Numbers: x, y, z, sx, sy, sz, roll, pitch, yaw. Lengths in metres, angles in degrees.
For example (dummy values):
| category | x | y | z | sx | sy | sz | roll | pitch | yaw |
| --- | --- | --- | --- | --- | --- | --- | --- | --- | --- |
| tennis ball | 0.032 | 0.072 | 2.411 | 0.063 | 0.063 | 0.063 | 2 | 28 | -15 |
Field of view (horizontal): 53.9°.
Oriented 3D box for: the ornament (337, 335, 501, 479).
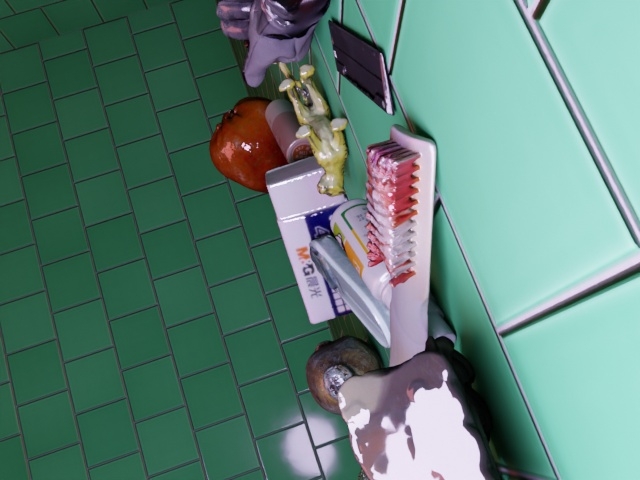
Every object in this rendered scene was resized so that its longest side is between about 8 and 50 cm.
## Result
| category | x | y | z | sx | sy | sz | roll | pitch | yaw |
| --- | --- | --- | --- | --- | --- | --- | --- | --- | --- |
| ornament | 0.136 | 0.208 | 0.564 | 0.260 | 0.106 | 0.251 | 9 | -119 | -64 |

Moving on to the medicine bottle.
| category | x | y | z | sx | sy | sz | roll | pitch | yaw |
| --- | --- | --- | --- | --- | --- | --- | --- | --- | --- |
| medicine bottle | 0.085 | 0.048 | 0.729 | 0.220 | 0.061 | 0.092 | 58 | 179 | 42 |

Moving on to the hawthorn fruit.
| category | x | y | z | sx | sy | sz | roll | pitch | yaw |
| --- | --- | --- | --- | --- | --- | --- | --- | --- | --- |
| hawthorn fruit | -0.141 | -0.215 | 1.539 | 0.261 | 0.224 | 0.224 | 51 | -176 | -22 |

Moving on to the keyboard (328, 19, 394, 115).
| category | x | y | z | sx | sy | sz | roll | pitch | yaw |
| --- | --- | --- | --- | --- | --- | --- | --- | --- | --- |
| keyboard | 0.039 | -0.185 | 0.658 | 0.198 | 0.010 | 0.063 | -117 | 11 | -60 |

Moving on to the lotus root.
| category | x | y | z | sx | sy | sz | roll | pitch | yaw |
| --- | --- | --- | --- | --- | --- | --- | --- | --- | --- |
| lotus root | 0.055 | 0.296 | 1.369 | 0.349 | 0.175 | 0.175 | 136 | 115 | -85 |

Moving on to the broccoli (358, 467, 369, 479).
| category | x | y | z | sx | sy | sz | roll | pitch | yaw |
| --- | --- | --- | --- | --- | --- | --- | --- | --- | --- |
| broccoli | 0.156 | 0.551 | 1.342 | 0.156 | 0.195 | 0.195 | 8 | -122 | -56 |

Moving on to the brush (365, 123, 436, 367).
| category | x | y | z | sx | sy | sz | roll | pitch | yaw |
| --- | --- | --- | --- | --- | --- | --- | --- | --- | --- |
| brush | 0.075 | 0.050 | 0.601 | 0.060 | 0.050 | 0.321 | 39 | 143 | 46 |

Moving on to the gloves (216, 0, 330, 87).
| category | x | y | z | sx | sy | sz | roll | pitch | yaw |
| --- | --- | --- | --- | --- | --- | --- | --- | --- | --- |
| gloves | -0.056 | -0.266 | 0.757 | 0.285 | 0.119 | 0.142 | 19 | 96 | 66 |

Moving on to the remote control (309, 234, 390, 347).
| category | x | y | z | sx | sy | sz | roll | pitch | yaw |
| --- | --- | --- | --- | --- | --- | --- | --- | --- | --- |
| remote control | 0.054 | 0.074 | 0.995 | 0.247 | 0.052 | 0.104 | 47 | 165 | 47 |

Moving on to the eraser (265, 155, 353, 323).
| category | x | y | z | sx | sy | sz | roll | pitch | yaw |
| --- | --- | --- | --- | --- | --- | --- | --- | --- | --- |
| eraser | 0.000 | 0.000 | 1.131 | 0.086 | 0.130 | 0.287 | -110 | 2 | -66 |

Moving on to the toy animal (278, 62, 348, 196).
| category | x | y | z | sx | sy | sz | roll | pitch | yaw |
| --- | --- | --- | --- | --- | --- | --- | --- | --- | --- |
| toy animal | -0.008 | -0.169 | 0.928 | 0.136 | 0.073 | 0.181 | 65 | 180 | -59 |

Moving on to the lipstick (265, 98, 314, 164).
| category | x | y | z | sx | sy | sz | roll | pitch | yaw |
| --- | --- | --- | --- | --- | --- | --- | --- | --- | --- |
| lipstick | -0.061 | -0.223 | 1.301 | 0.254 | 0.070 | 0.070 | -116 | 9 | -58 |
